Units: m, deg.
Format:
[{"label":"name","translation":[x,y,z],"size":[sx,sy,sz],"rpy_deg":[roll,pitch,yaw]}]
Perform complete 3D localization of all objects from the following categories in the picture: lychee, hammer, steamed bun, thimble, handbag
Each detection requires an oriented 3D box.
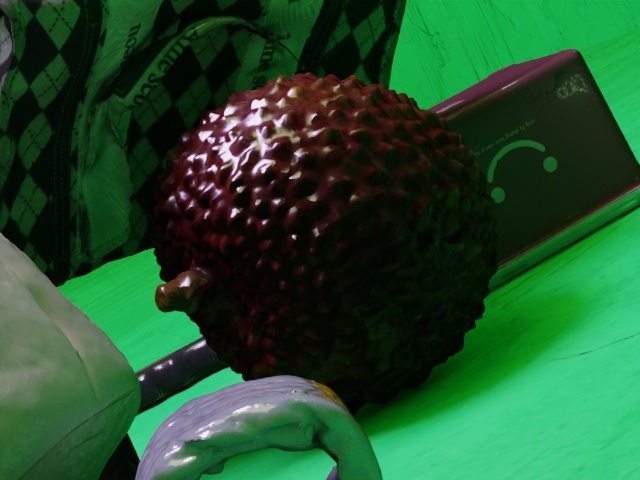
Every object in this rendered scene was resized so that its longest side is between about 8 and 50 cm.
[{"label":"lychee","translation":[0.000,0.000,1.577],"size":[0.304,0.276,0.275],"rpy_deg":[-22,5,-26]},{"label":"hammer","translation":[-0.186,0.155,2.058],"size":[0.226,0.041,0.159],"rpy_deg":[-28,9,-14]},{"label":"steamed bun","translation":[-0.298,0.151,1.259],"size":[0.383,0.247,0.236],"rpy_deg":[-47,-12,-22]},{"label":"thimble","translation":[-0.038,0.155,1.206],"size":[0.151,0.127,0.118],"rpy_deg":[-27,9,-2]},{"label":"handbag","translation":[-0.139,-0.108,1.697],"size":[0.416,0.317,0.180],"rpy_deg":[-12,32,-37]}]

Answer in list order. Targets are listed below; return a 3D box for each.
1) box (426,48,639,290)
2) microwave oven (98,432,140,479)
[{"label":"box","translation":[0.156,-0.058,1.912],"size":[0.294,0.167,0.193],"rpy_deg":[-28,6,-21]},{"label":"microwave oven","translation":[-0.293,0.190,1.620],"size":[0.247,0.178,0.188],"rpy_deg":[-25,5,14]}]
